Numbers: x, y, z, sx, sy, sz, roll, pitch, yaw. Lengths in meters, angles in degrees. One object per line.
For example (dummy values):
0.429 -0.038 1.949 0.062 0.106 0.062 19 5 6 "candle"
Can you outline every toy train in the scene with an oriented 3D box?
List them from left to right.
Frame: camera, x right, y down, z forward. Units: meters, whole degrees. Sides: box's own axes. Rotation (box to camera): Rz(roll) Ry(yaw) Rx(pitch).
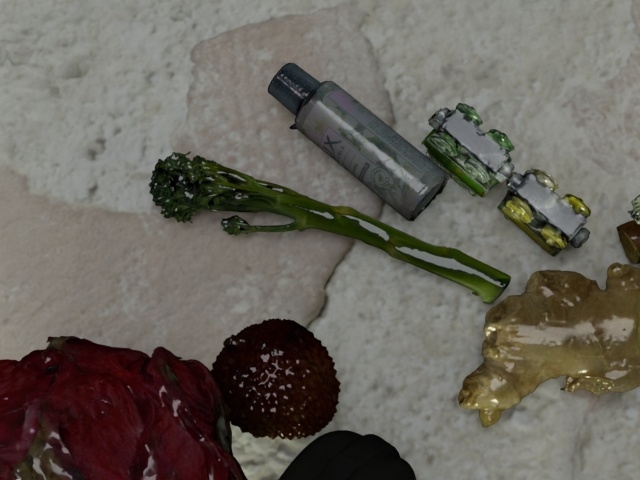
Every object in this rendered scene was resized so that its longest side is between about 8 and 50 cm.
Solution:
0.192 -0.062 1.112 0.202 0.081 0.060 42 82 7 "toy train"

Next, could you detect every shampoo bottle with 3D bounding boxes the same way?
0.035 -0.109 1.141 0.214 0.072 0.072 40 81 13 "shampoo bottle"

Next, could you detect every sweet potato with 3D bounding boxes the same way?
0.363 -0.007 1.095 0.117 0.049 0.049 -11 74 2 "sweet potato"

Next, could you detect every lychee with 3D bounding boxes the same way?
-0.042 0.139 1.054 0.123 0.123 0.129 -41 84 -7 "lychee"

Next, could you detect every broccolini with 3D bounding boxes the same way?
0.001 -0.001 1.123 0.392 0.074 0.079 22 36 9 "broccolini"

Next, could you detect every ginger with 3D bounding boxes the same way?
0.231 0.097 1.067 0.213 0.074 0.137 -16 74 7 "ginger"

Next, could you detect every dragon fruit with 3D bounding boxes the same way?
-0.209 0.238 0.942 0.329 0.329 0.329 -1 74 4 "dragon fruit"

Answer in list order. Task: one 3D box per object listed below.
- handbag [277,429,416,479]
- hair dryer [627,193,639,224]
-0.015 0.310 0.934 0.093 0.254 0.308 21 76 23 "handbag"
0.426 0.046 1.053 0.219 0.088 0.224 -11 81 -14 "hair dryer"
